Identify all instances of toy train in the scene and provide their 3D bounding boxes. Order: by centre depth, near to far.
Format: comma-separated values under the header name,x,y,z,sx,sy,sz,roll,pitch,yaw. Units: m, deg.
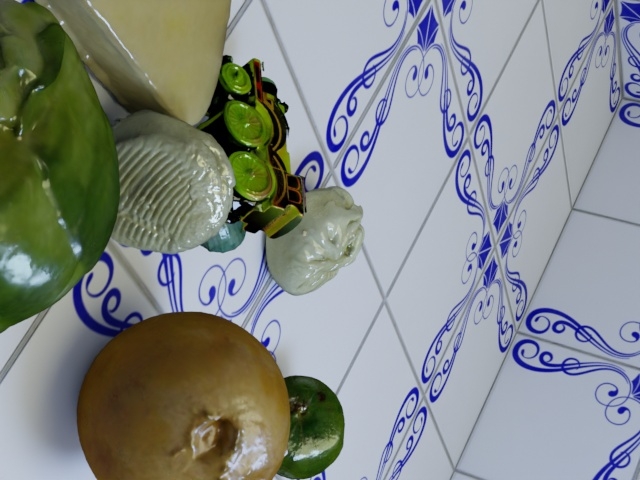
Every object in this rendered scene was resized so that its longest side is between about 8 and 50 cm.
name,x,y,z,sx,sy,sz,roll,pitch,yaw
toy train,-0.110,-0.148,1.786,0.160,0.100,0.296,16,55,-35

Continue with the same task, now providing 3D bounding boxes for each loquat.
name,x,y,z,sx,sy,sz,roll,pitch,yaw
loquat,-0.201,0.263,1.740,0.328,0.328,0.328,-39,137,-49

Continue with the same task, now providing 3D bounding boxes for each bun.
name,x,y,z,sx,sy,sz,roll,pitch,yaw
bun,-0.224,-0.092,1.642,0.134,0.220,0.220,-78,167,-55
bun,0.000,0.000,2.182,0.229,0.145,0.229,-42,139,-52

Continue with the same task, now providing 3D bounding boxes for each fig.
name,x,y,z,sx,sy,sz,roll,pitch,yaw
fig,-0.066,0.375,2.287,0.203,0.203,0.235,-58,-171,-29

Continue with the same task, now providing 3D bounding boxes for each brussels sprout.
name,x,y,z,sx,sy,sz,roll,pitch,yaw
brussels sprout,-0.374,-0.073,1.264,0.315,0.276,0.371,43,48,-62

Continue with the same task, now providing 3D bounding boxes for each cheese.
name,x,y,z,sx,sy,sz,roll,pitch,yaw
cheese,-0.244,-0.351,1.553,0.384,0.104,0.384,-39,137,-49

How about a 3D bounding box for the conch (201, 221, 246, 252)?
name,x,y,z,sx,sy,sz,roll,pitch,yaw
conch,-0.172,-0.067,1.837,0.188,0.122,0.176,-40,117,-51
